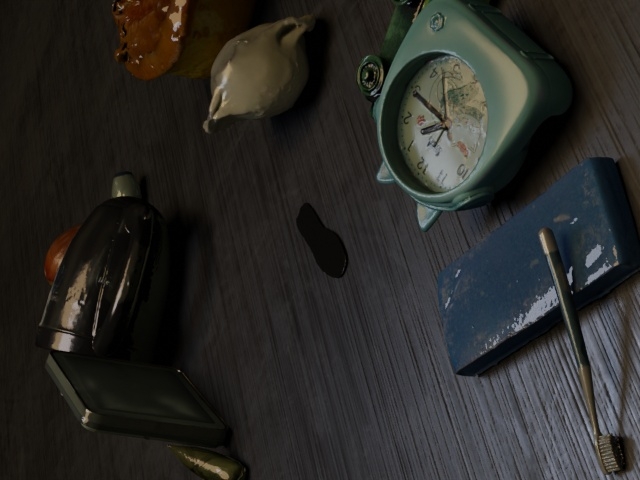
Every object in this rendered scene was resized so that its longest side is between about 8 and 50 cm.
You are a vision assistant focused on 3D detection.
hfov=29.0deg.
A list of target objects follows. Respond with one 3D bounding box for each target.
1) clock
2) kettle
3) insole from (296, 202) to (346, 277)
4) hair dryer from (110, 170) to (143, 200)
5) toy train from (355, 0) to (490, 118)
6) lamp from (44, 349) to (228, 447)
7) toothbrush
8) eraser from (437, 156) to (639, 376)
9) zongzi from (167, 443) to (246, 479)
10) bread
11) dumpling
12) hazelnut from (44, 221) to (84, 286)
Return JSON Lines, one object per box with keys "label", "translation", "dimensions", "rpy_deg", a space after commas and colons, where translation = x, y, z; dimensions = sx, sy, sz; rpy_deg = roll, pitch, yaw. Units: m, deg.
{"label": "clock", "translation": [0.170, -0.151, 1.553], "dimensions": [0.223, 0.094, 0.274], "rpy_deg": [52, 128, 32]}
{"label": "kettle", "translation": [-0.384, 0.070, 2.336], "dimensions": [0.321, 0.228, 0.324], "rpy_deg": [167, 118, -73]}
{"label": "insole", "translation": [0.000, 0.000, 1.927], "dimensions": [0.064, 0.004, 0.188], "rpy_deg": [-66, 33, 23]}
{"label": "hair dryer", "translation": [-0.421, -0.033, 2.624], "dimensions": [0.199, 0.067, 0.167], "rpy_deg": [125, 137, -54]}
{"label": "toy train", "translation": [0.145, -0.264, 1.677], "dimensions": [0.157, 0.105, 0.253], "rpy_deg": [37, 114, 42]}
{"label": "lamp", "translation": [-0.320, 0.270, 2.137], "dimensions": [0.269, 0.266, 0.047], "rpy_deg": [36, 108, 57]}
{"label": "toothbrush", "translation": [0.282, 0.116, 1.340], "dimensions": [0.025, 0.019, 0.276], "rpy_deg": [-27, 72, 48]}
{"label": "eraser", "translation": [0.245, 0.038, 1.457], "dimensions": [0.312, 0.042, 0.144], "rpy_deg": [-42, 48, 47]}
{"label": "zongzi", "translation": [-0.187, 0.366, 2.036], "dimensions": [0.104, 0.113, 0.052], "rpy_deg": [-5, 55, 57]}
{"label": "bread", "translation": [-0.241, -0.459, 2.284], "dimensions": [0.337, 0.204, 0.358], "rpy_deg": [41, 113, 59]}
{"label": "dumpling", "translation": [-0.097, -0.275, 2.048], "dimensions": [0.258, 0.147, 0.193], "rpy_deg": [-49, 1, 7]}
{"label": "hazelnut", "translation": [-0.492, 0.044, 2.587], "dimensions": [0.182, 0.182, 0.182], "rpy_deg": [-25, 61, 55]}
